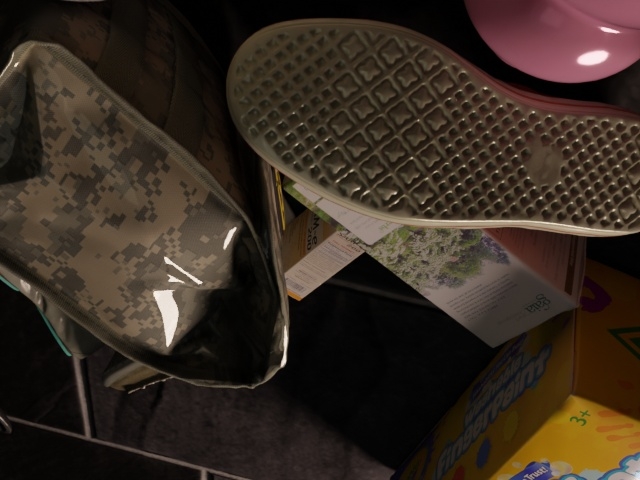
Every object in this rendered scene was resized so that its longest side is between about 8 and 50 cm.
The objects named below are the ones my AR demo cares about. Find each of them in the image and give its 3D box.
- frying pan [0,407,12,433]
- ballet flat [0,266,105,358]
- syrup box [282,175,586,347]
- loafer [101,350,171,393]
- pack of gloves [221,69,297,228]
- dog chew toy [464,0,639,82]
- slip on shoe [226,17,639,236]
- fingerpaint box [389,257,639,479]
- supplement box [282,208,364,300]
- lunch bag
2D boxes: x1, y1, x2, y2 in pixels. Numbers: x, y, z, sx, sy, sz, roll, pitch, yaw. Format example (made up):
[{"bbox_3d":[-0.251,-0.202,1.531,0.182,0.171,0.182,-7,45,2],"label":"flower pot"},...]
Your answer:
[{"bbox_3d":[-0.434,0.095,1.113,0.326,0.053,0.197,40,133,-25],"label":"frying pan"},{"bbox_3d":[-0.279,0.035,1.001,0.068,0.072,0.213,-26,127,4],"label":"ballet flat"},{"bbox_3d":[0.096,-0.026,0.778,0.237,0.096,0.093,36,136,-19],"label":"syrup box"},{"bbox_3d":[-0.129,0.106,0.989,0.251,0.094,0.087,-29,116,38],"label":"loafer"},{"bbox_3d":[-0.140,-0.055,0.865,0.195,0.046,0.232,-5,132,24],"label":"pack of gloves"},{"bbox_3d":[0.183,-0.205,0.501,0.206,0.206,0.332,25,144,-7],"label":"dog chew toy"},{"bbox_3d":[0.089,-0.070,0.668,0.331,0.101,0.123,9,99,-23],"label":"slip on shoe"},{"bbox_3d":[0.301,0.266,0.955,0.371,0.163,0.445,23,137,-6],"label":"fingerpaint box"},{"bbox_3d":[0.000,0.000,0.852,0.036,0.062,0.098,31,130,-25],"label":"supplement box"},{"bbox_3d":[-0.122,-0.055,0.687,0.169,0.235,0.287,-38,122,18],"label":"lunch bag"}]
